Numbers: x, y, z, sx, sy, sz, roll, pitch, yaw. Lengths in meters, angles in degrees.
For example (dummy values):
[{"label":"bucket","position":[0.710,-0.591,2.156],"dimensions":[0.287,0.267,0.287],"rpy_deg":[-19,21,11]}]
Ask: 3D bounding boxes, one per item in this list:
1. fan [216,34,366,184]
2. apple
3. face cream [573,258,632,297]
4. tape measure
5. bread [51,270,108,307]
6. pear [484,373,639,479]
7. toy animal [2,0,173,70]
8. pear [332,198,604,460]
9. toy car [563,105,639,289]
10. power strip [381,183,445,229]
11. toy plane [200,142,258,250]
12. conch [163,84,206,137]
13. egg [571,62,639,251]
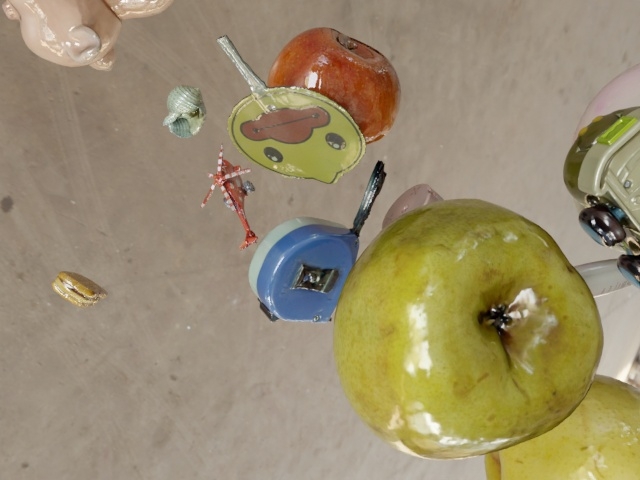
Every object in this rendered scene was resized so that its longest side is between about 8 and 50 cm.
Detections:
[{"label":"fan","position":[-0.062,-0.191,1.009],"dimensions":[0.335,0.230,0.011],"rpy_deg":[49,44,-41]},{"label":"apple","position":[0.029,-0.268,1.111],"dimensions":[0.235,0.210,0.173],"rpy_deg":[2,129,-25]},{"label":"face cream","position":[0.453,0.066,1.060],"dimensions":[0.182,0.051,0.072],"rpy_deg":[-11,138,-14]},{"label":"tape measure","position":[0.000,0.000,1.216],"dimensions":[0.215,0.098,0.351],"rpy_deg":[8,111,-41]},{"label":"bread","position":[-0.676,0.139,1.792],"dimensions":[0.077,0.116,0.200],"rpy_deg":[-51,-179,-9]},{"label":"pear","position":[0.435,0.387,1.029],"dimensions":[0.348,0.348,0.348],"rpy_deg":[-33,134,-41]},{"label":"toy animal","position":[-0.403,-0.452,1.151],"dimensions":[0.326,0.237,0.269],"rpy_deg":[-12,101,-11]},{"label":"pear","position":[0.153,0.099,0.749],"dimensions":[0.304,0.304,0.303],"rpy_deg":[-33,134,-41]},{"label":"toy car","position":[0.431,-0.064,0.859],"dimensions":[0.204,0.198,0.248],"rpy_deg":[-43,105,6]},{"label":"power strip","position":[0.213,-0.047,1.433],"dimensions":[0.078,0.154,0.154],"rpy_deg":[38,75,-20]},{"label":"toy plane","position":[-0.152,-0.078,1.204],"dimensions":[0.126,0.194,0.077],"rpy_deg":[-52,151,13]},{"label":"conch","position":[-0.390,-0.384,1.877],"dimensions":[0.102,0.135,0.153],"rpy_deg":[-48,179,-43]},{"label":"egg","position":[0.650,-0.193,1.206],"dimensions":[0.354,0.355,0.339],"rpy_deg":[62,28,-51]}]
